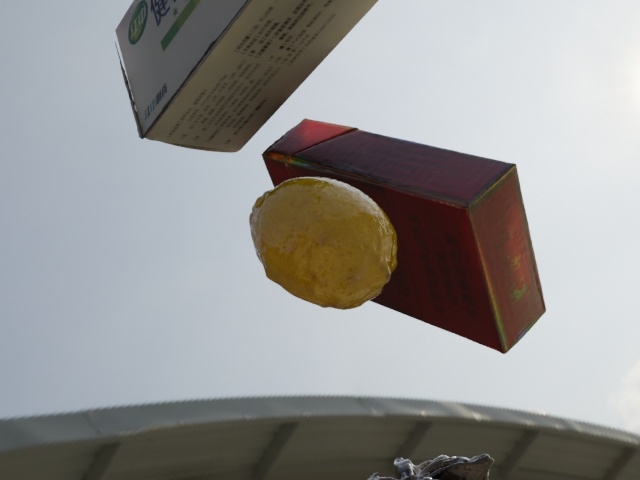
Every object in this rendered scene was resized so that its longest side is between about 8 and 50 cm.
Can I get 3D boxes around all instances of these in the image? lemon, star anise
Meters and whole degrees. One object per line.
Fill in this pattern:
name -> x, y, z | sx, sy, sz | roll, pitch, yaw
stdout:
lemon -> 0.000, 0.000, 0.820 | 0.114, 0.155, 0.114 | -33, -42, -36
star anise -> 0.130, 0.339, 1.170 | 0.209, 0.231, 0.089 | -25, -76, 14

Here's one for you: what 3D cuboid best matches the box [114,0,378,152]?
box -> -0.085, -0.263, 1.016 | 0.145, 0.173, 0.333 | 3, -32, -40

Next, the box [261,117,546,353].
box -> 0.089, -0.015, 1.035 | 0.089, 0.313, 0.197 | -42, -51, -27
